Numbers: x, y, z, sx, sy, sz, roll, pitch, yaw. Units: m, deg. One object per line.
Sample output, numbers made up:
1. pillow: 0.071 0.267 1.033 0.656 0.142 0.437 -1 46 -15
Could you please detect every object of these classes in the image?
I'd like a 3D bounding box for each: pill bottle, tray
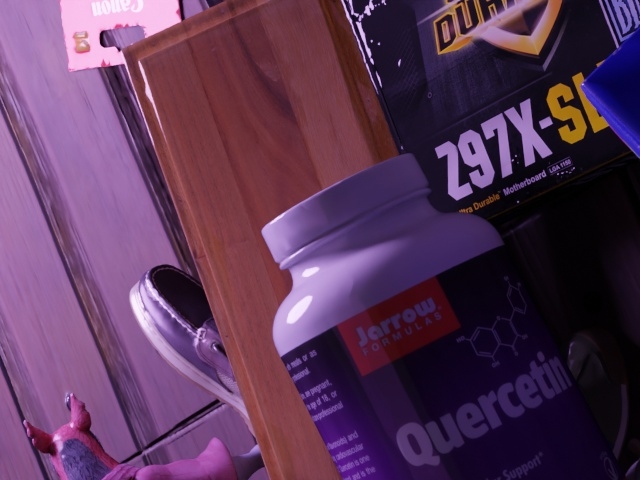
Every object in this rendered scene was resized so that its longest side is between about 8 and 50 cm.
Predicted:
1. pill bottle: 0.085 0.108 1.358 0.181 0.181 0.323 -31 84 44
2. tray: 0.000 0.000 1.540 0.203 0.076 0.411 -21 85 24

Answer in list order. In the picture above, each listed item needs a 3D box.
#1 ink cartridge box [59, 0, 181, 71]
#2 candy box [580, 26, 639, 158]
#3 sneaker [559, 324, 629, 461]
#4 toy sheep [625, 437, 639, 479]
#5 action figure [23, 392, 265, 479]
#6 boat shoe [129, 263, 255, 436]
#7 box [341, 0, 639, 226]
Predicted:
1. ink cartridge box: -0.215 -0.275 1.788 0.181 0.056 0.224 -1 96 45
2. candy box: 0.359 -0.099 1.110 0.317 0.122 0.268 -43 64 5
3. sneaker: 0.183 0.165 1.466 0.064 0.086 0.192 21 113 40
4. toy sheep: 0.261 0.190 1.399 0.091 0.091 0.132 41 140 31
5. action figure: -0.146 0.304 1.684 0.248 0.276 0.370 -36 101 26
6. boat shoe: -0.051 0.104 1.681 0.285 0.103 0.092 43 121 25
7. box: 0.165 -0.170 1.368 0.322 0.079 0.257 -26 83 45
